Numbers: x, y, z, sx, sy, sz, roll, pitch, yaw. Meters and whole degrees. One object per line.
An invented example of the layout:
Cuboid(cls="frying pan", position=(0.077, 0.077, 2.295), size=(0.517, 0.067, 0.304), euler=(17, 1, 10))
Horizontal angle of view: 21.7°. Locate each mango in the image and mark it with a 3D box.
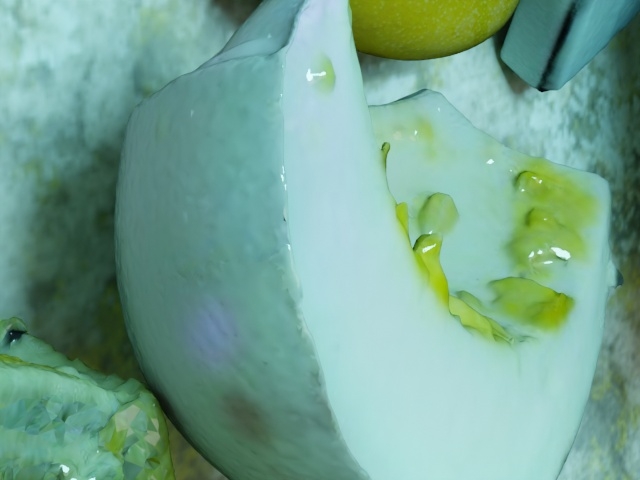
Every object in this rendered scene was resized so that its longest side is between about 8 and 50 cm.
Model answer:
Cuboid(cls="mango", position=(0.014, -0.136, 0.709), size=(0.184, 0.085, 0.102), euler=(33, 73, -40))

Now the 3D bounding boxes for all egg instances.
Cuboid(cls="egg", position=(-0.005, 0.017, 0.672), size=(0.271, 0.161, 0.206), euler=(19, 73, -54))

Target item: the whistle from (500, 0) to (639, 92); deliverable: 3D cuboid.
Cuboid(cls="whistle", position=(0.104, -0.210, 0.767), size=(0.163, 0.163, 0.290), euler=(-51, 167, -24))

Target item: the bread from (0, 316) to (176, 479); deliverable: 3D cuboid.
Cuboid(cls="bread", position=(-0.130, 0.150, 0.612), size=(0.186, 0.124, 0.257), euler=(-29, 121, -38))
